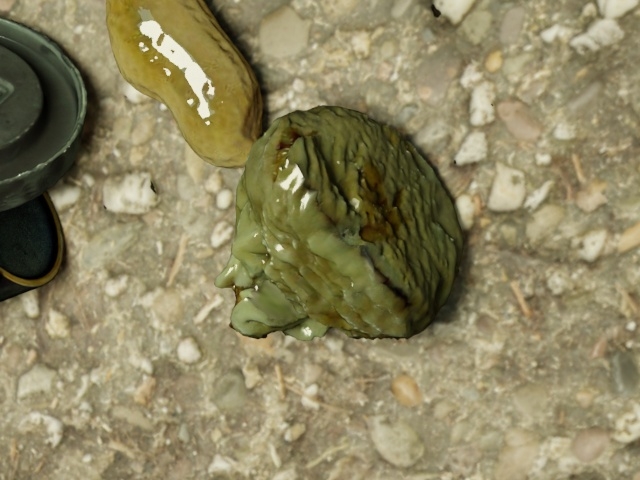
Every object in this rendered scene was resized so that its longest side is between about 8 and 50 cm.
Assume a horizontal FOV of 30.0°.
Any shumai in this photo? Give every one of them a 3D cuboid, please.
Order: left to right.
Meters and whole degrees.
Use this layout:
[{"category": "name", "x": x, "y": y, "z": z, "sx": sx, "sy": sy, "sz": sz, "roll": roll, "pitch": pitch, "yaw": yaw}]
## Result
[{"category": "shumai", "x": 0.001, "y": -0.001, "z": 1.226, "sx": 0.218, "sy": 0.189, "sz": 0.256, "roll": -33, "pitch": 102, "yaw": 35}]

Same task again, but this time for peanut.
[{"category": "peanut", "x": -0.142, "y": -0.179, "z": 1.267, "sx": 0.120, "sy": 0.110, "sz": 0.236, "roll": -32, "pitch": 93, "yaw": -4}]

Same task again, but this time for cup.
[{"category": "cup", "x": -0.419, "y": -0.027, "z": 1.348, "sx": 0.177, "sy": 0.166, "sz": 0.239, "roll": -24, "pitch": 72, "yaw": 23}]

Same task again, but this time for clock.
[{"category": "clock", "x": -0.389, "y": -0.138, "z": 1.267, "sx": 0.280, "sy": 0.280, "sz": 0.055, "roll": 30, "pitch": 139, "yaw": 12}]
